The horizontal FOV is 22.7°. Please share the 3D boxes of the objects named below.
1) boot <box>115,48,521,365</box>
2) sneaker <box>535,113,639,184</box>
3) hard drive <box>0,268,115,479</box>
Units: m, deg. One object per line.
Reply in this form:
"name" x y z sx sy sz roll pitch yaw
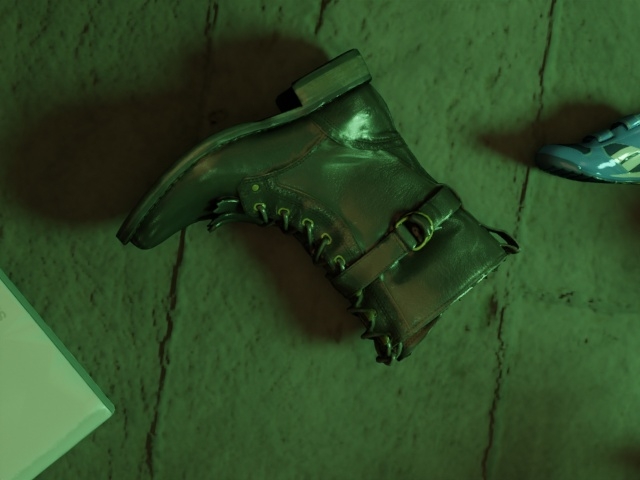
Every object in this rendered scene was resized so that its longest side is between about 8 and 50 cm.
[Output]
"boot" 0.000 0.000 1.248 0.263 0.091 0.229 -33 93 -4
"sneaker" 0.241 -0.075 1.281 0.144 0.053 0.059 0 92 -12
"hard drive" -0.346 0.154 1.257 0.307 0.040 0.203 -39 94 -1
